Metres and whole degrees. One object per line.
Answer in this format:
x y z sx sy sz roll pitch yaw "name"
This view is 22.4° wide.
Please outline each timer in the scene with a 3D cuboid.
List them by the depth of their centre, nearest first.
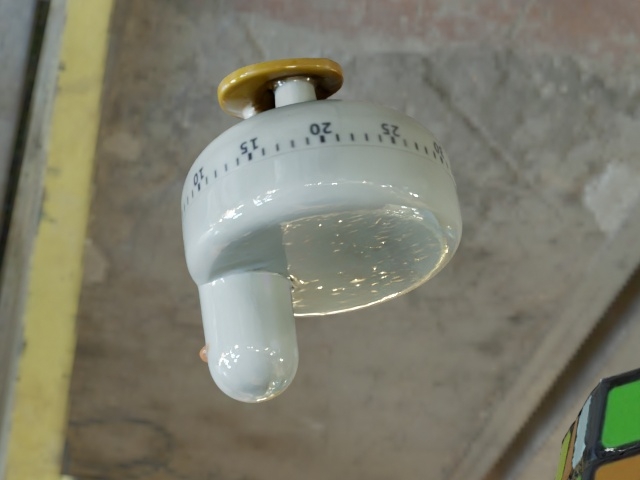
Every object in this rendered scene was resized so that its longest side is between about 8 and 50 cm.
0.000 0.000 1.320 0.233 0.240 0.233 -7 154 -3 "timer"

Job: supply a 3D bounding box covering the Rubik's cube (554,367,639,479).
0.103 0.080 0.346 0.133 0.133 0.112 -11 138 18 "Rubik's cube"
